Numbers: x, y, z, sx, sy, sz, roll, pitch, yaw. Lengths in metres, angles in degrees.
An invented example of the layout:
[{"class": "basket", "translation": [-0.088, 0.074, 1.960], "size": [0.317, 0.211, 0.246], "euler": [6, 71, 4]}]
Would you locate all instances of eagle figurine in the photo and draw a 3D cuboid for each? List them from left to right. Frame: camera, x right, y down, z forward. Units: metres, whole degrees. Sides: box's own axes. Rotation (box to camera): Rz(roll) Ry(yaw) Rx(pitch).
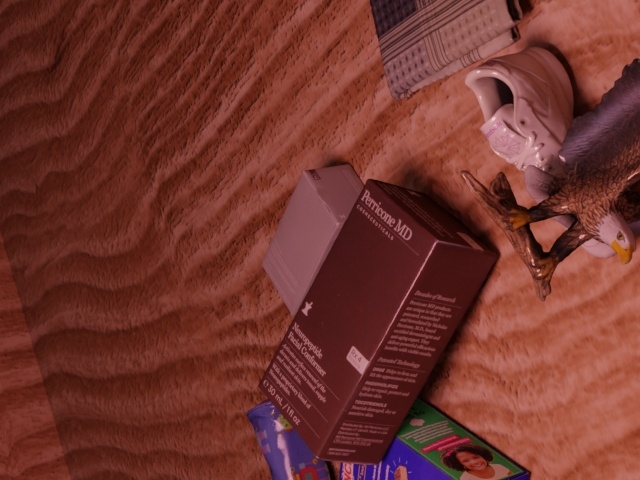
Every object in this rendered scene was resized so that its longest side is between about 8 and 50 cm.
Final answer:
[{"class": "eagle figurine", "translation": [0.349, -0.053, 1.543], "size": [0.298, 0.226, 0.225], "euler": [-30, 64, 16]}]

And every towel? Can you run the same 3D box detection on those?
[{"class": "towel", "translation": [0.166, -0.393, 1.938], "size": [0.324, 0.056, 0.312], "euler": [-25, 75, 59]}]

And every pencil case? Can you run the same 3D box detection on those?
[{"class": "pencil case", "translation": [-0.037, 0.422, 2.408], "size": [0.133, 0.119, 0.306], "euler": [131, 123, -75]}]

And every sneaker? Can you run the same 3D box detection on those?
[{"class": "sneaker", "translation": [0.282, -0.104, 1.738], "size": [0.114, 0.152, 0.305], "euler": [-50, 59, 48]}]

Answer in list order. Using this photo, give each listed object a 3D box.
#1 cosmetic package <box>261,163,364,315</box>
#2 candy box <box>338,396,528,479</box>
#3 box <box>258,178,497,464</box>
[{"class": "cosmetic package", "translation": [0.000, 0.000, 2.247], "size": [0.127, 0.107, 0.238], "euler": [59, 139, 28]}, {"class": "candy box", "translation": [0.161, 0.412, 2.097], "size": [0.317, 0.122, 0.268], "euler": [30, 123, 48]}, {"class": "box", "translation": [0.079, 0.124, 2.017], "size": [0.191, 0.143, 0.381], "euler": [44, 111, 45]}]
